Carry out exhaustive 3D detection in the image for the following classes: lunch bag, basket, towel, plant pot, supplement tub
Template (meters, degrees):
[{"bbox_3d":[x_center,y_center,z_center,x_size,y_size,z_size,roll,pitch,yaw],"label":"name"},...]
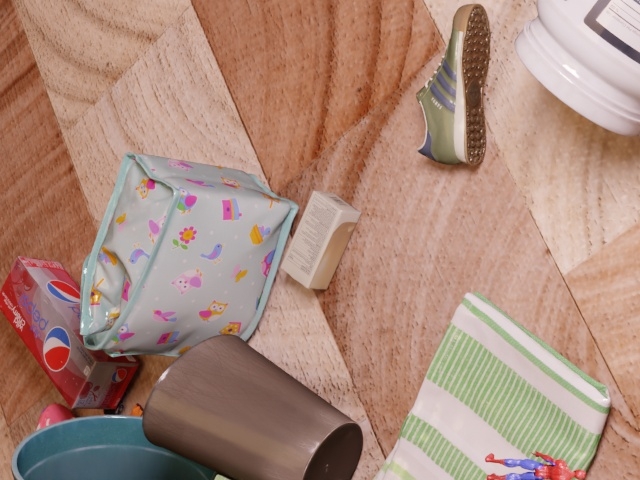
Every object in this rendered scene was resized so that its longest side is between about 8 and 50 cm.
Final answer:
[{"bbox_3d":[-0.182,0.035,1.969,0.160,0.223,0.262,38,113,43],"label":"lunch bag"},{"bbox_3d":[-0.074,0.237,1.893,0.227,0.204,0.154,26,120,31],"label":"basket"},{"bbox_3d":[0.185,0.255,1.744,0.248,0.038,0.324,38,111,37],"label":"towel"},{"bbox_3d":[-0.280,0.407,2.016,0.272,0.272,0.255,23,116,41],"label":"plant pot"},{"bbox_3d":[0.345,-0.262,1.538,0.272,0.191,0.191,-54,55,25],"label":"supplement tub"}]

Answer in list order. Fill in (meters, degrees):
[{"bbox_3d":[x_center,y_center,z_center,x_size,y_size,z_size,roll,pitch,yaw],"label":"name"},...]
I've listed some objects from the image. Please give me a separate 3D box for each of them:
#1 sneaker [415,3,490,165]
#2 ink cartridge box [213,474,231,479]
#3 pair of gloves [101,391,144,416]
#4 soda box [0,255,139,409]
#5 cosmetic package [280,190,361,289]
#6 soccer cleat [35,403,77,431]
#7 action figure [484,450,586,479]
[{"bbox_3d":[0.150,-0.184,1.792,0.086,0.064,0.192,2,91,37],"label":"sneaker"},{"bbox_3d":[-0.064,0.417,1.864,0.235,0.056,0.171,27,112,-2],"label":"ink cartridge box"},{"bbox_3d":[-0.289,0.256,2.190,0.083,0.010,0.074,42,113,38],"label":"pair of gloves"},{"bbox_3d":[-0.378,0.136,2.226,0.263,0.083,0.092,46,116,38],"label":"soda box"},{"bbox_3d":[0.000,0.000,1.929,0.060,0.041,0.115,38,112,37],"label":"cosmetic package"},{"bbox_3d":[-0.389,0.368,2.229,0.095,0.083,0.248,-27,72,43],"label":"soccer cleat"},{"bbox_3d":[0.239,0.254,1.657,0.115,0.030,0.038,1,95,36],"label":"action figure"}]
